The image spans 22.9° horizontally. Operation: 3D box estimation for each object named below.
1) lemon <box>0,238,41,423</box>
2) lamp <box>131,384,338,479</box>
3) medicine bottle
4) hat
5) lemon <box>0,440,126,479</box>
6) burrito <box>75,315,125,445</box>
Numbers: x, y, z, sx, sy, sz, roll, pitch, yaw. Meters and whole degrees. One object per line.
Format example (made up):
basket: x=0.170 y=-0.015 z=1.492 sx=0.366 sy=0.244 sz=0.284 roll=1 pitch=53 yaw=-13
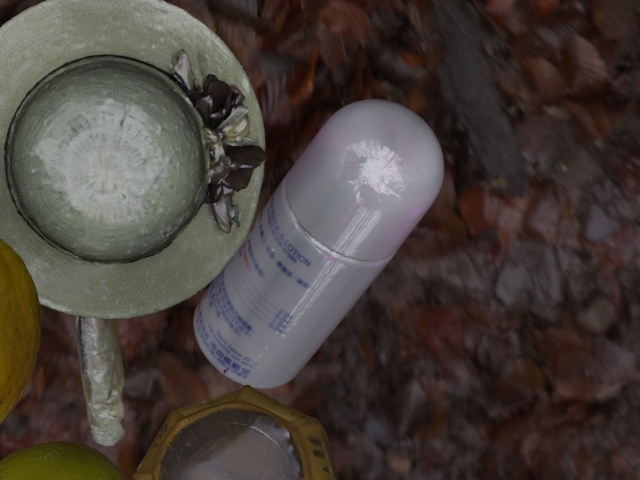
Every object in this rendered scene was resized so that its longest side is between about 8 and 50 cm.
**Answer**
lemon: x=-0.272 y=0.061 z=1.053 sx=0.170 sy=0.207 sz=0.170 roll=0 pitch=89 yaw=24
lamp: x=-0.055 y=0.201 z=1.179 sx=0.161 sy=0.161 sz=0.185 roll=-3 pitch=152 yaw=5
medicine bottle: x=0.000 y=0.000 z=1.520 sx=0.130 sy=0.130 sz=0.341 roll=27 pitch=133 yaw=-10
hat: x=-0.158 y=-0.056 z=1.168 sx=0.257 sy=0.130 sz=0.257 roll=-1 pitch=99 yaw=-7
lemon: x=-0.296 y=0.313 z=1.714 sx=0.184 sy=0.248 sz=0.184 roll=5 pitch=103 yaw=24
burrito: x=-0.225 y=0.118 z=1.614 sx=0.045 sy=0.058 sz=0.188 roll=-8 pitch=107 yaw=-8
